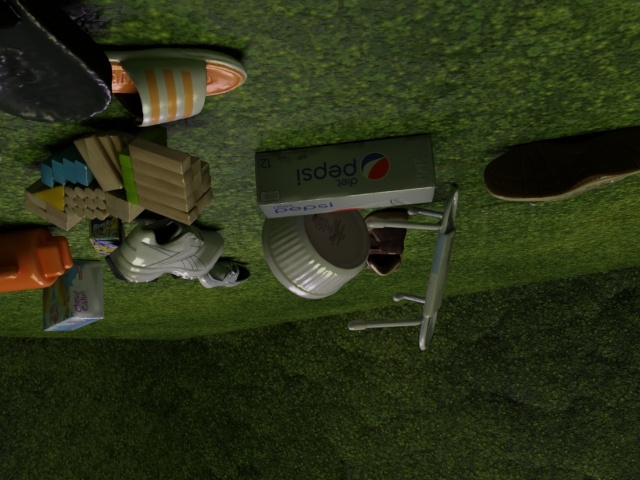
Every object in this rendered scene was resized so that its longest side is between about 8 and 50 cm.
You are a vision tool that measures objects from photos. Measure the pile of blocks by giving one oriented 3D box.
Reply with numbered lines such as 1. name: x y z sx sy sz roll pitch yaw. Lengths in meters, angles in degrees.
1. pile of blocks: -0.297 -0.108 1.055 0.362 0.148 0.112 -2 -146 33

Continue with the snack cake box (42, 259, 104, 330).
1. snack cake box: -0.664 0.152 1.919 0.089 0.152 0.264 4 165 -35

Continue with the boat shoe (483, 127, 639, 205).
1. boat shoe: 0.427 -0.117 1.240 0.286 0.104 0.089 -8 165 11

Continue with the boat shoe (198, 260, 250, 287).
1. boat shoe: -0.263 0.085 1.982 0.081 0.079 0.227 -19 169 17

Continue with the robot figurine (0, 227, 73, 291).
1. robot figurine: -0.631 0.042 1.489 0.220 0.158 0.128 -7 145 6

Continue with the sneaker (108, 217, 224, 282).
1. sneaker: -0.299 0.011 1.522 0.129 0.111 0.297 -51 161 26

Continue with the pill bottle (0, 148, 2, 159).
1. pill bottle: -0.478 -0.125 0.976 0.044 0.043 0.083 -11 166 26

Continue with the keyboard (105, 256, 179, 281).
1. keyboard: -0.466 0.079 1.953 0.202 0.033 0.317 -3 168 -10

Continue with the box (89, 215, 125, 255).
1. box: -0.441 -0.010 1.494 0.059 0.054 0.169 -2 168 -11

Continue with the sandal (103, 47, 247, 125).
1. sandal: -0.217 -0.166 0.817 0.266 0.076 0.102 -2 168 -14

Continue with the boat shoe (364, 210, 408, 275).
1. boat shoe: 0.138 0.026 1.735 0.124 0.123 0.342 -2 167 -12

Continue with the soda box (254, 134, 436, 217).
1. soda box: 0.041 -0.102 1.182 0.287 0.091 0.098 -6 168 4

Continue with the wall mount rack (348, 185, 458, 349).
1. wall mount rack: 0.178 0.056 1.449 0.131 0.349 0.304 12 -168 19

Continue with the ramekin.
1. ramekin: 0.000 0.000 1.391 0.207 0.207 0.109 5 155 -39

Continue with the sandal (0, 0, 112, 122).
1. sandal: -0.322 -0.185 0.556 0.168 0.106 0.446 -12 159 22
